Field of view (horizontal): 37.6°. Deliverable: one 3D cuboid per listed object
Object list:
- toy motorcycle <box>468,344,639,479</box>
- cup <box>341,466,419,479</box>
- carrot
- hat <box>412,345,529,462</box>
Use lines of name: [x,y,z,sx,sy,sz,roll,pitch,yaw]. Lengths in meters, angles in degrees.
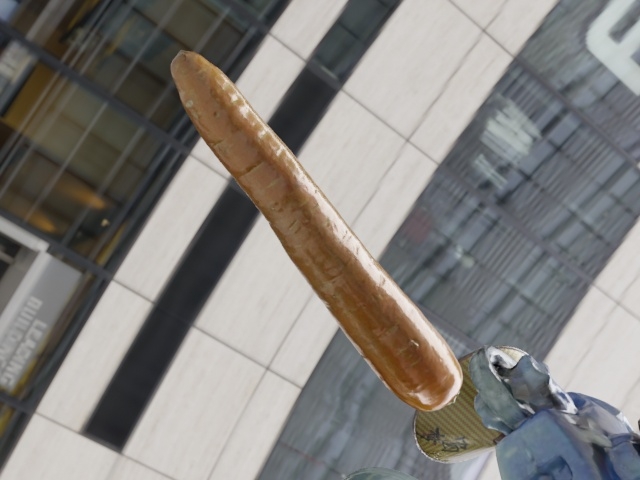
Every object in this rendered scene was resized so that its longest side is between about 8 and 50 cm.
toy motorcycle: [0.240,0.247,0.825,0.182,0.241,0.319,-23,-140,4]
cup: [0.057,0.526,1.287,0.311,0.331,0.256,-25,158,-51]
carrot: [0.000,0.000,0.509,0.043,0.247,0.043,-35,-166,10]
hat: [0.220,0.237,1.216,0.193,0.193,0.082,-51,-142,11]
